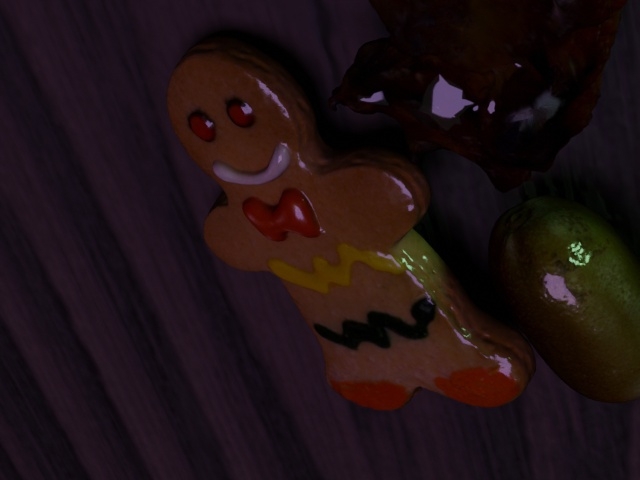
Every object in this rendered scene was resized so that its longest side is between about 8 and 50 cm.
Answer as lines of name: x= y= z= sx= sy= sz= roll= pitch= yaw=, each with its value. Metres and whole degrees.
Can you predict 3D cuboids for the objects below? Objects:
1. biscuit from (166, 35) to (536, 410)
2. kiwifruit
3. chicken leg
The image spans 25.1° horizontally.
biscuit: x=0.000 y=0.000 z=0.773 sx=0.165 sy=0.036 sz=0.250 roll=-12 pitch=121 yaw=46
kiwifruit: x=0.134 y=0.031 z=0.733 sx=0.075 sy=0.075 sz=0.124 roll=-19 pitch=117 yaw=37
chicken leg: x=0.052 y=-0.168 z=0.542 sx=0.158 sy=0.096 sz=0.407 roll=17 pitch=148 yaw=32
